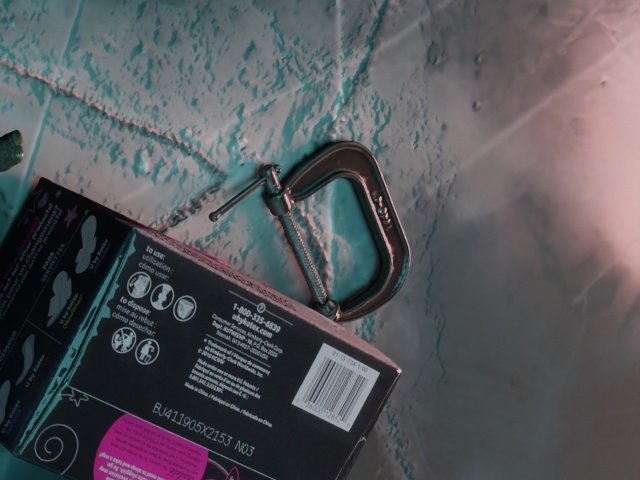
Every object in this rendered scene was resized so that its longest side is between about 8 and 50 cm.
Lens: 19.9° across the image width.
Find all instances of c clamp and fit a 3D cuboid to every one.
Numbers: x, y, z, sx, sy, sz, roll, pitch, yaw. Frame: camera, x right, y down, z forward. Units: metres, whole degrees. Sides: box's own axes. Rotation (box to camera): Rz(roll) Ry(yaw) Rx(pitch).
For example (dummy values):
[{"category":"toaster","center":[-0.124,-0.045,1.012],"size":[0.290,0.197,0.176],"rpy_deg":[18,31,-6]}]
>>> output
[{"category":"c clamp","center":[0.000,0.000,1.323],"size":[0.137,0.022,0.160],"rpy_deg":[-42,123,-22]}]

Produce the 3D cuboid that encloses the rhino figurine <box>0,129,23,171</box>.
[{"category":"rhino figurine","center":[-0.240,-0.064,1.105],"size":[0.106,0.073,0.243],"rpy_deg":[0,104,-37]}]

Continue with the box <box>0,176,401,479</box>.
[{"category":"box","center":[-0.100,0.088,1.208],"size":[0.247,0.142,0.163],"rpy_deg":[30,87,-38]}]
